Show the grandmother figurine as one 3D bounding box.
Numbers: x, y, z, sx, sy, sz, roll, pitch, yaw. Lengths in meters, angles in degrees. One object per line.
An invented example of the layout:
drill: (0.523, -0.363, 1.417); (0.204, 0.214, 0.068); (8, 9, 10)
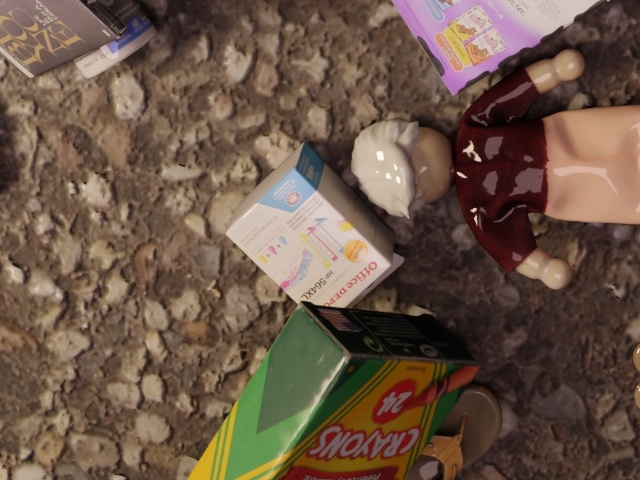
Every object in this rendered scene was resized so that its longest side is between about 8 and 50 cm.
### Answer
grandmother figurine: (0.197, -0.061, 1.294); (0.342, 0.104, 0.208); (2, 82, 7)

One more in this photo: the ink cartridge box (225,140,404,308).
ink cartridge box: (0.000, 0.000, 1.329); (0.143, 0.090, 0.092); (44, 106, -10)

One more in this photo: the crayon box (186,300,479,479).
crayon box: (-0.013, 0.210, 1.346); (0.081, 0.202, 0.318); (45, 113, 34)

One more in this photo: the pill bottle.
pill bottle: (-0.211, -0.218, 1.277); (0.078, 0.078, 0.137); (-30, 104, 14)

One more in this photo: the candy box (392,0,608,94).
candy box: (0.152, -0.247, 1.242); (0.196, 0.070, 0.165); (-30, 104, 14)

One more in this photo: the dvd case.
dvd case: (-0.265, -0.209, 1.218); (0.164, 0.221, 0.018); (43, 68, -21)

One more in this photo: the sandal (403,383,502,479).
sandal: (0.103, 0.211, 1.414); (0.180, 0.049, 0.072); (-38, 102, 16)

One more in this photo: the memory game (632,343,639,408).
memory game: (0.386, 0.124, 1.381); (0.186, 0.012, 0.186); (1, 109, 4)
